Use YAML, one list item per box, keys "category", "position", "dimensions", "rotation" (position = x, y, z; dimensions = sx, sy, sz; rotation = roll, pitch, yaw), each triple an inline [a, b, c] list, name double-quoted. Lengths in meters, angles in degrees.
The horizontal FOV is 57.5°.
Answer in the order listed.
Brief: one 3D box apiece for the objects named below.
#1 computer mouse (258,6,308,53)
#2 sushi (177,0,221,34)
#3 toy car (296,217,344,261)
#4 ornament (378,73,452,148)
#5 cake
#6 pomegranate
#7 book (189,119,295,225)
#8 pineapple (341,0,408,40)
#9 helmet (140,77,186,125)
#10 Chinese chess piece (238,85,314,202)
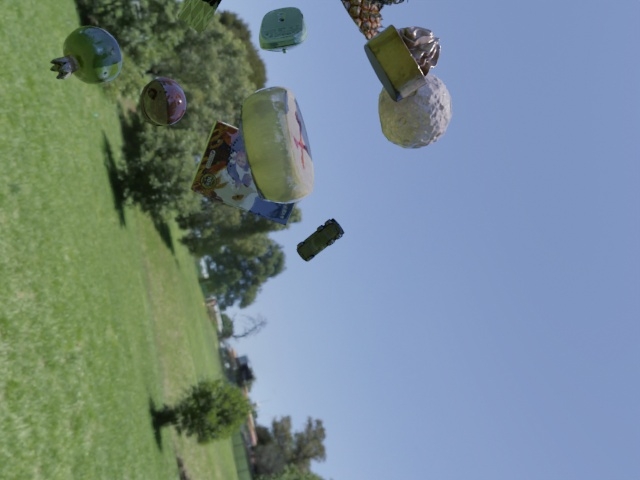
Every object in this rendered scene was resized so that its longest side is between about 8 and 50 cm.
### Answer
- category: "computer mouse"
  position: [-0.120, -0.679, 1.927]
  dimensions: [0.288, 0.160, 0.097]
  rotation: [-95, 176, -46]
- category: "sushi"
  position: [-0.284, -0.679, 1.469]
  dimensions: [0.292, 0.059, 0.294]
  rotation: [-57, -144, 8]
- category: "toy car"
  position: [0.000, 0.000, 1.879]
  dimensions: [0.071, 0.165, 0.062]
  rotation: [53, 9, 8]
- category: "ornament"
  position: [0.315, -0.427, 1.913]
  dimensions: [0.259, 0.225, 0.259]
  rotation: [-3, 90, -71]
- category: "cake"
  position: [0.233, -0.497, 1.568]
  dimensions: [0.185, 0.178, 0.207]
  rotation: [57, 3, -9]
- category: "pomegranate"
  position: [-0.744, -0.575, 1.842]
  dimensions: [0.187, 0.225, 0.186]
  rotation: [21, -49, 26]
- category: "book"
  position: [-0.277, -0.268, 2.364]
  dimensions: [0.039, 0.428, 0.299]
  rotation: [25, -85, 67]
- category: "pineapple"
  position: [0.219, -0.889, 2.098]
  dimensions: [0.262, 0.272, 0.262]
  rotation: [52, 15, -20]
- category: "helmet"
  position: [-0.521, -0.447, 1.964]
  dimensions: [0.175, 0.155, 0.106]
  rotation: [-56, -135, 16]
- category: "Chinese chess piece"
  position: [-0.120, -0.275, 1.693]
  dimensions: [0.338, 0.141, 0.337]
  rotation: [-9, 90, -80]
